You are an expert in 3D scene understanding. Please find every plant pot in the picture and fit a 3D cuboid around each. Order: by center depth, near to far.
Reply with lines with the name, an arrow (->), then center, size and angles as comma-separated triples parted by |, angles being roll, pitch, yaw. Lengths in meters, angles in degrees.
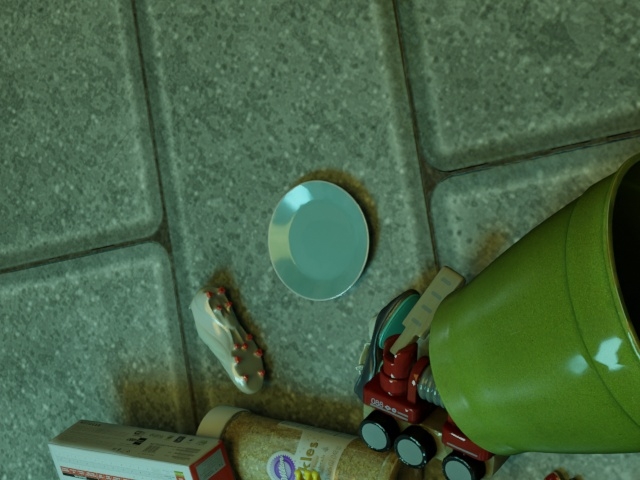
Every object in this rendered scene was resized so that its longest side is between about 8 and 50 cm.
plant pot -> 0.339, 0.119, 1.650 | 0.353, 0.366, 0.366 | -27, 77, 43

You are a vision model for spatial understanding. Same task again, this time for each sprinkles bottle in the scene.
sprinkles bottle -> -0.023, 0.341, 1.995 | 0.355, 0.121, 0.121 | 7, 96, 32

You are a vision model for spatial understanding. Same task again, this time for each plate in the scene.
plate -> 0.000, 0.000, 2.024 | 0.188, 0.024, 0.188 | 1, 92, 33

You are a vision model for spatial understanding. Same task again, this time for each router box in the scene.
router box -> -0.262, 0.452, 2.094 | 0.335, 0.082, 0.301 | 1, 114, 39

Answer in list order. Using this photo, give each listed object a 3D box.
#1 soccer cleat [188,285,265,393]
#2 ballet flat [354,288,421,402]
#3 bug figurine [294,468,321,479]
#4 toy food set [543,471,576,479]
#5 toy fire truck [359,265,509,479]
soccer cleat -> -0.151, 0.166, 2.109 | 0.076, 0.068, 0.196 | -43, 68, 42
ballet flat -> 0.093, 0.156, 1.946 | 0.074, 0.074, 0.203 | 25, 111, 29
bug figurine -> -0.014, 0.472, 1.951 | 0.216, 0.072, 0.279 | -7, 120, 40
toy food set -> 0.353, 0.369, 1.816 | 0.122, 0.019, 0.078 | 46, 114, 31
toy fire truck -> 0.178, 0.187, 1.831 | 0.217, 0.158, 0.246 | 20, 127, 31
